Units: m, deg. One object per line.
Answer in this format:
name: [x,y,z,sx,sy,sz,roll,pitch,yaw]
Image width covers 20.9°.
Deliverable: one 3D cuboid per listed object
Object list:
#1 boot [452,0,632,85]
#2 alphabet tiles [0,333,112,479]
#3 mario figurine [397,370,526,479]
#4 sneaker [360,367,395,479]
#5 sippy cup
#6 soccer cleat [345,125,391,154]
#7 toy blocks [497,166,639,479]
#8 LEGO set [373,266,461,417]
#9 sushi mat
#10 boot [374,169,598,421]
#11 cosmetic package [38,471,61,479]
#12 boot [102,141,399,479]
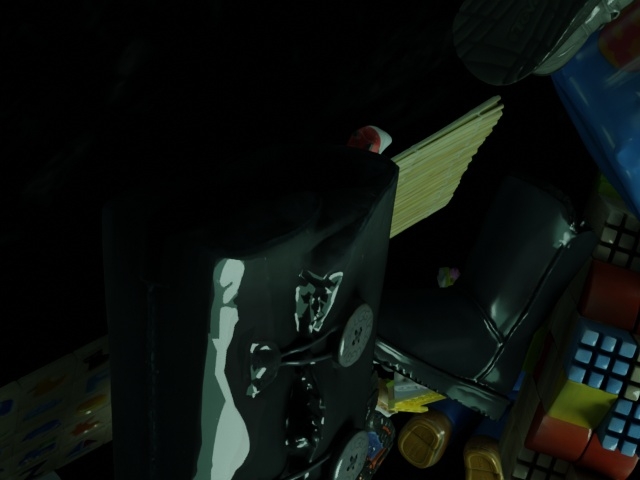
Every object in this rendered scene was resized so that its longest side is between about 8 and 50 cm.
boot: [0.193,-0.193,1.092,0.246,0.083,0.161,-41,173,24]
alphabet tiles: [-0.171,0.116,1.154,0.237,0.009,0.198,-27,161,-24]
mario figurine: [0.220,0.164,1.921,0.320,0.198,0.170,-45,-172,-39]
sneaker: [0.005,0.160,1.622,0.083,0.087,0.221,-58,156,-24]
sippy cup: [0.297,-0.124,1.271,0.224,0.240,0.305,-30,154,5]
soccer cleat: [0.016,-0.043,1.158,0.083,0.029,0.035,-51,158,22]
toy blocks: [0.266,0.116,1.617,0.261,0.190,0.381,-79,-172,-80]
LEGO set: [0.099,0.101,1.718,0.132,0.107,0.287,-3,164,-5]
sushi mat: [0.000,0.000,1.258,0.316,0.019,0.151,-31,164,-30]
boot: [0.123,0.028,1.502,0.246,0.094,0.207,28,88,-41]
cosmetic package: [-0.270,0.404,1.362,0.161,0.230,0.453,-27,161,-43]
boot: [-0.008,0.149,1.113,0.367,0.146,0.445,-35,128,-61]
